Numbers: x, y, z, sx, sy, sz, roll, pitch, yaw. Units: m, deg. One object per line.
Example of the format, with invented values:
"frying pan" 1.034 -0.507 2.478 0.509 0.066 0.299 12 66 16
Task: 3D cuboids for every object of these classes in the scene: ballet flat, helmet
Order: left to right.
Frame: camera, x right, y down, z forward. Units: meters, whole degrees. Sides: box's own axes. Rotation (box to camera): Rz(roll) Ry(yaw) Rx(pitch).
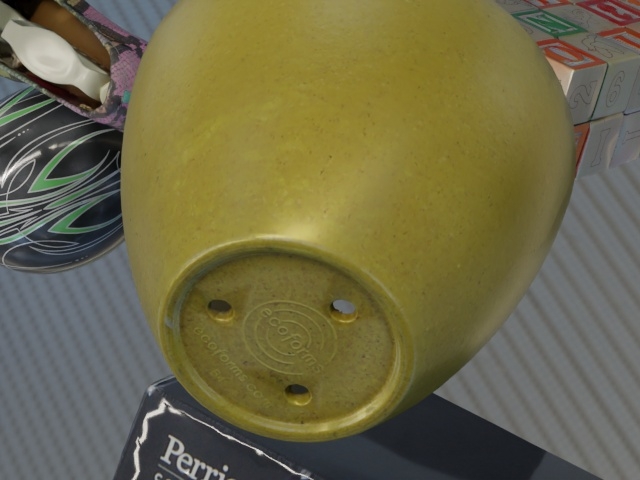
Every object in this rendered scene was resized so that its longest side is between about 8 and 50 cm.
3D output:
"ballet flat" -0.184 -0.132 1.135 0.221 0.079 0.077 30 98 34
"helmet" -0.222 -0.050 1.454 0.169 0.161 0.169 16 126 24

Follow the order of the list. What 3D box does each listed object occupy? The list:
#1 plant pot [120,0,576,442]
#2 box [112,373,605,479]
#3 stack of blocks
"plant pot" 0.000 0.000 0.489 0.134 0.134 0.095 -26 27 29
"box" 0.046 0.259 0.809 0.343 0.179 0.313 25 103 18
"stack of blocks" 0.184 -0.135 1.278 0.171 0.297 0.087 31 120 31
